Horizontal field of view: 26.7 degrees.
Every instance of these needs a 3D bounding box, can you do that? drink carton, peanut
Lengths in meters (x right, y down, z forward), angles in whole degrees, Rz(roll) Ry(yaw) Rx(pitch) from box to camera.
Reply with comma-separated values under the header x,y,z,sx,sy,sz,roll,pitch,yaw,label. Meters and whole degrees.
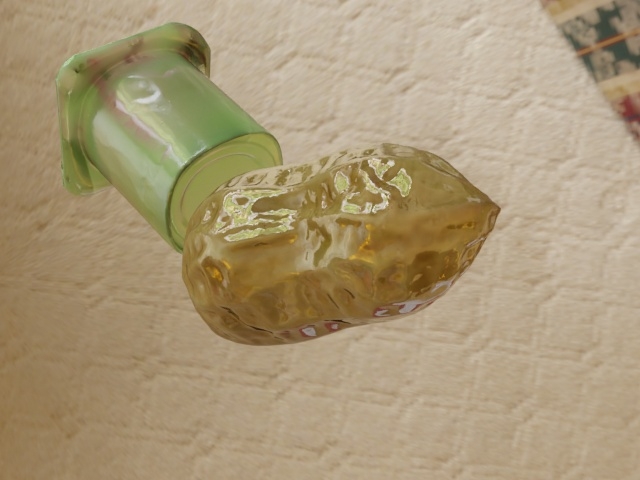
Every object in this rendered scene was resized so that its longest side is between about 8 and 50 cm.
x,y,z,sx,sy,sz,roll,pitch,yaw,label
-0.111,-0.073,1.072,0.144,0.142,0.146,-26,139,-30,drink carton
0.000,0.000,0.628,0.093,0.194,0.083,32,60,-27,peanut
